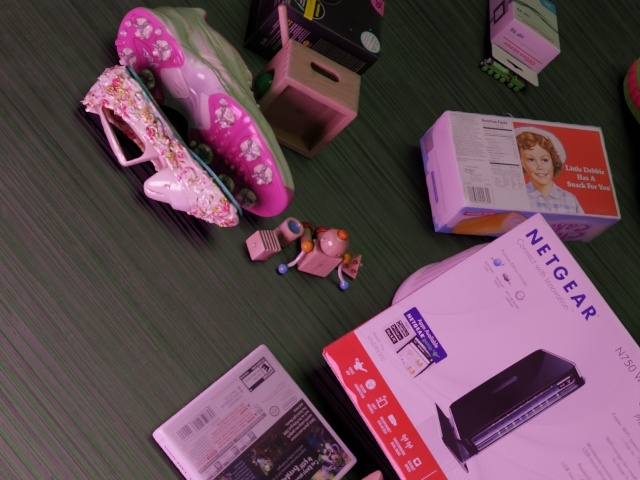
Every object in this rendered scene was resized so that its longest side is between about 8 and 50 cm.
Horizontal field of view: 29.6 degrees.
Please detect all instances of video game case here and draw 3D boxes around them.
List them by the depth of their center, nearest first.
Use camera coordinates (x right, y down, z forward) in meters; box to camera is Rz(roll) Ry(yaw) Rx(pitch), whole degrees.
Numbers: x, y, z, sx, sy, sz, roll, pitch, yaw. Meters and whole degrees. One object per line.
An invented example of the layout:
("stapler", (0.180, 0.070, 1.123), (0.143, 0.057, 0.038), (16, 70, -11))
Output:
("video game case", (-0.067, 0.227, 1.319), (0.173, 0.022, 0.190), (51, 42, 2))

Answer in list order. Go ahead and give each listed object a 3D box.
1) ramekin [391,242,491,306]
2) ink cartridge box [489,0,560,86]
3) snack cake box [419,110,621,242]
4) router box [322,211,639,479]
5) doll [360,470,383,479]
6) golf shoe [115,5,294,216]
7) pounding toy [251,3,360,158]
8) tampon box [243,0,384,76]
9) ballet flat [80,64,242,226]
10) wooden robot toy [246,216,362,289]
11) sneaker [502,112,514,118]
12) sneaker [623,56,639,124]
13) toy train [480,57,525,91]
("ramekin", (0.230, 0.126, 1.552), (0.273, 0.127, 0.273), (20, 51, -27))
("ink cartridge box", (0.336, -0.347, 1.997), (0.104, 0.060, 0.180), (30, 39, -21))
("snack cake box", (0.285, -0.089, 1.728), (0.264, 0.089, 0.152), (4, 64, -23))
("router box", (0.216, 0.186, 1.366), (0.335, 0.301, 0.082), (56, -1, 20))
("doll", (0.105, 0.351, 1.354), (0.189, 0.046, 0.129), (48, 34, -11))
("golf shoe", (-0.115, -0.171, 1.491), (0.306, 0.115, 0.140), (54, 40, 3))
("pounding toy", (-0.031, -0.203, 1.565), (0.141, 0.130, 0.100), (25, 48, -23))
("tampon box", (-0.006, -0.300, 1.672), (0.161, 0.101, 0.120), (26, 49, -24))
("ballet flat", (-0.190, -0.096, 1.413), (0.077, 0.091, 0.241), (-37, 82, -17))
("wooden robot toy", (0.000, 0.000, 1.487), (0.173, 0.079, 0.076), (16, 53, -31))
("sneaker", (0.346, -0.136, 1.871), (0.192, 0.064, 0.086), (22, 55, -22))
("sneaker", (0.652, -0.138, 2.039), (0.202, 0.185, 0.483), (19, 52, -23))
("toy train", (0.295, -0.268, 1.952), (0.083, 0.023, 0.017), (29, 47, -21))
